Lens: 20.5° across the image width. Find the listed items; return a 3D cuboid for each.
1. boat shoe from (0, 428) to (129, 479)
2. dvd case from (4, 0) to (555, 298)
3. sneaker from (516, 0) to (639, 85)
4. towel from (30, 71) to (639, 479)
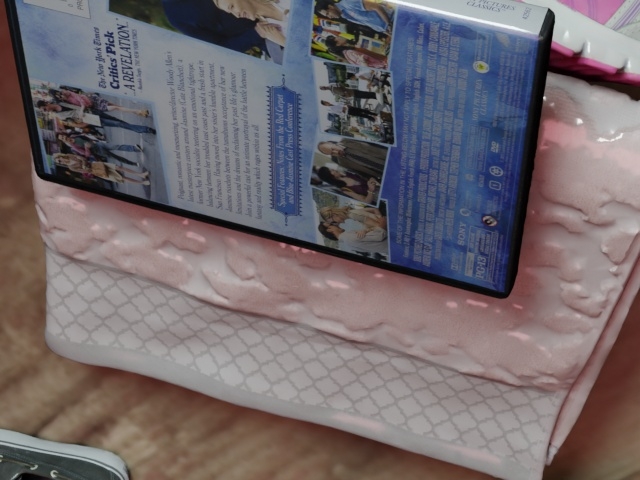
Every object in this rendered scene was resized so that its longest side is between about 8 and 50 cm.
[{"bbox_3d":[-0.198,0.156,1.171,0.142,0.040,0.049,4,126,13],"label":"boat shoe"},{"bbox_3d":[-0.024,-0.064,0.819,0.253,0.022,0.180,14,142,11],"label":"dvd case"},{"bbox_3d":[0.101,-0.142,0.822,0.252,0.103,0.111,19,89,-24],"label":"sneaker"},{"bbox_3d":[0.000,0.000,0.945,0.332,0.053,0.317,16,141,6],"label":"towel"}]
